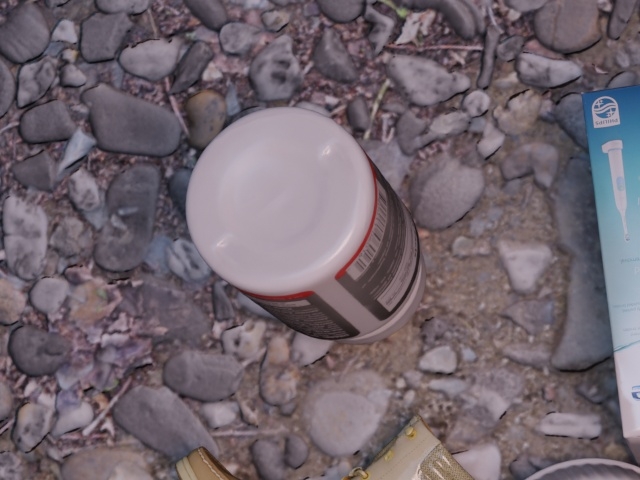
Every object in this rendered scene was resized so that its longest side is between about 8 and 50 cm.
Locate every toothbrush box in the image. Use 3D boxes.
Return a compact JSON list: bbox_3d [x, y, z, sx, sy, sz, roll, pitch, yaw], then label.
[{"bbox_3d":[0.309,0.035,1.244,0.126,0.216,0.295,-7,72,14],"label":"toothbrush box"}]

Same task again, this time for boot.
[{"bbox_3d":[0.016,0.230,1.328,0.262,0.095,0.203,40,89,15],"label":"boot"}]

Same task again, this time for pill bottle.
[{"bbox_3d":[0.000,0.000,1.301,0.161,0.283,0.161,-4,74,14],"label":"pill bottle"}]

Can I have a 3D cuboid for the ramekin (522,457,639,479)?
[{"bbox_3d":[0.237,0.288,1.223,0.207,0.109,0.207,0,83,2],"label":"ramekin"}]
